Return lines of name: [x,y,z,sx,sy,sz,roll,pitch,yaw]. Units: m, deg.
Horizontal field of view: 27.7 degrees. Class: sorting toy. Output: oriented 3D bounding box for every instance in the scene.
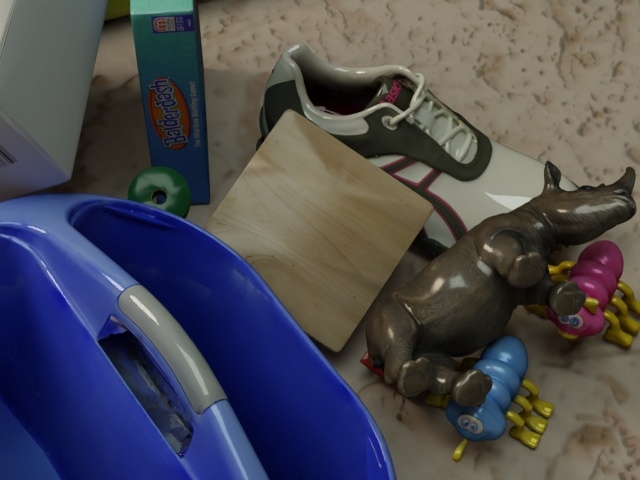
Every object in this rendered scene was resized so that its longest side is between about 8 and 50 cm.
sorting toy: [0.000,0.000,0.968,0.274,0.046,0.132,34,79,1]

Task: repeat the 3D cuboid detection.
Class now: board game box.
board game box: [-0.117,-0.154,1.014,0.047,0.210,0.160,-4,52,-4]

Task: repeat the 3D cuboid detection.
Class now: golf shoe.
golf shoe: [0.077,-0.065,1.008,0.272,0.120,0.105,17,52,10]

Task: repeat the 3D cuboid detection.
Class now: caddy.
caddy: [-0.108,0.114,0.785,0.241,0.179,0.341,-18,56,-39]

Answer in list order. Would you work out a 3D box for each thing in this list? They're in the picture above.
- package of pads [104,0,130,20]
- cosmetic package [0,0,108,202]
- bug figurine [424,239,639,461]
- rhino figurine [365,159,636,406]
package of pads: [-0.222,-0.303,1.196,0.296,0.101,0.229,-17,54,-13]
cosmetic package: [-0.336,-0.125,0.962,0.377,0.097,0.284,-15,50,23]
bug figurine: [0.225,0.101,0.911,0.279,0.072,0.216,19,54,14]
rhino figurine: [0.129,0.021,0.906,0.243,0.073,0.106,-40,25,-11]
